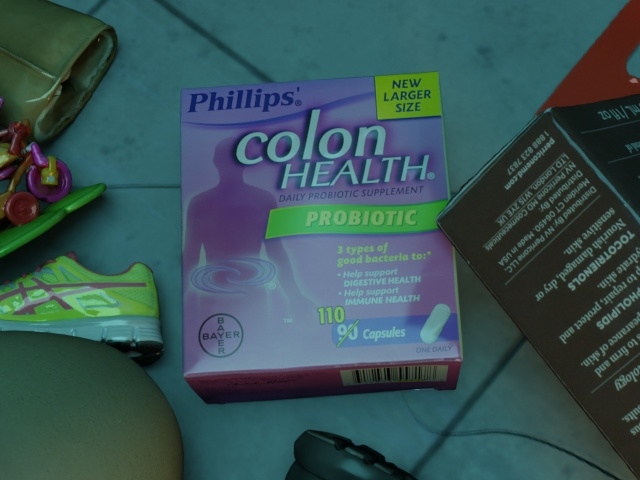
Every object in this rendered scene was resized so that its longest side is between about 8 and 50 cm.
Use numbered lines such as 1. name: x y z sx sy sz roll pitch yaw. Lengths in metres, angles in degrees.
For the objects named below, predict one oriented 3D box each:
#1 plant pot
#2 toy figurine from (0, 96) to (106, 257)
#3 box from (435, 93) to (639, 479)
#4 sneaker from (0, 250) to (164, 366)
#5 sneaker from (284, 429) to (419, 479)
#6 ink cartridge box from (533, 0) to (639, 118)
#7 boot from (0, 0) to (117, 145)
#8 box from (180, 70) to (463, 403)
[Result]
1. plant pot: -0.211 0.176 0.881 0.284 0.284 0.191 37 44 14
2. toy figurine: -0.286 -0.072 0.991 0.173 0.130 0.159 -33 104 -27
3. box: 0.280 0.075 0.879 0.143 0.191 0.381 -46 72 34
4. sneaker: -0.232 0.054 1.005 0.208 0.081 0.094 3 65 -2
5. sneaker: 0.085 0.245 0.918 0.267 0.101 0.106 25 87 19
6. ink cartridge box: 0.425 -0.115 1.004 0.385 0.091 0.308 38 78 13
7. boot: -0.357 -0.156 1.071 0.269 0.089 0.236 28 76 11
8. box: 0.000 0.000 0.980 0.213 0.117 0.243 -3 71 3
